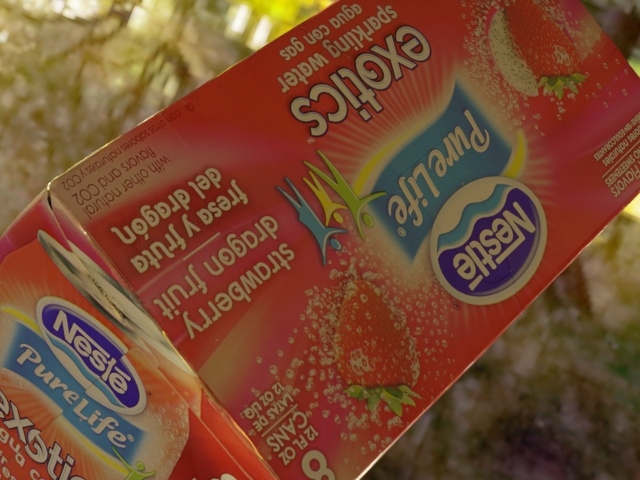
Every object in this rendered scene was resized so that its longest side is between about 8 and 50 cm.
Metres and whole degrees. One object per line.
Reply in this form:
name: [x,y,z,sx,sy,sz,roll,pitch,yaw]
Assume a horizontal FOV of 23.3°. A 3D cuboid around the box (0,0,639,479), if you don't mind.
box: [0.000,0.000,0.540,0.122,0.128,0.257,51,-134,0]
